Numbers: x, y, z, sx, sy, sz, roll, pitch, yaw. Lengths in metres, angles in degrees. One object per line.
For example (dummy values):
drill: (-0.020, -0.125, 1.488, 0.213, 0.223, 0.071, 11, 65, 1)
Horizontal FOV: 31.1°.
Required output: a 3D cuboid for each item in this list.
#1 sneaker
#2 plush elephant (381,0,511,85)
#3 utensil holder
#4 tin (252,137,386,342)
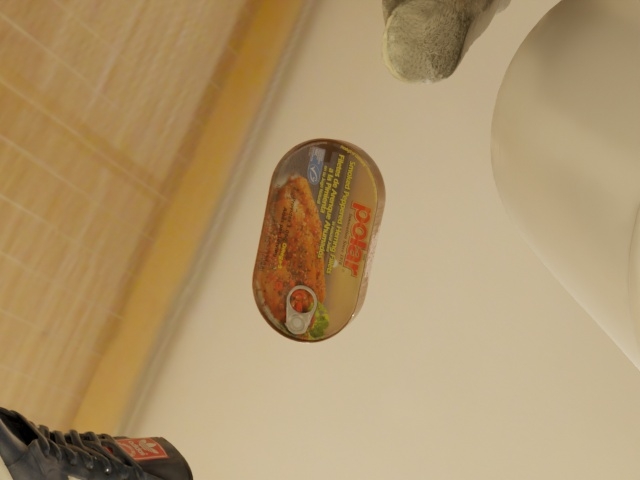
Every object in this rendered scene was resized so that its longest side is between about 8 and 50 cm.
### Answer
sneaker: (-0.204, 0.206, 1.008, 0.148, 0.350, 0.131, -40, -131, -13)
plush elephant: (0.061, -0.308, 1.016, 0.255, 0.330, 0.272, 20, -73, 13)
utensil holder: (0.325, -0.042, 0.858, 0.327, 0.327, 0.385, -42, -163, 7)
tin: (0.000, 0.000, 1.052, 0.106, 0.040, 0.189, 17, -78, 22)
